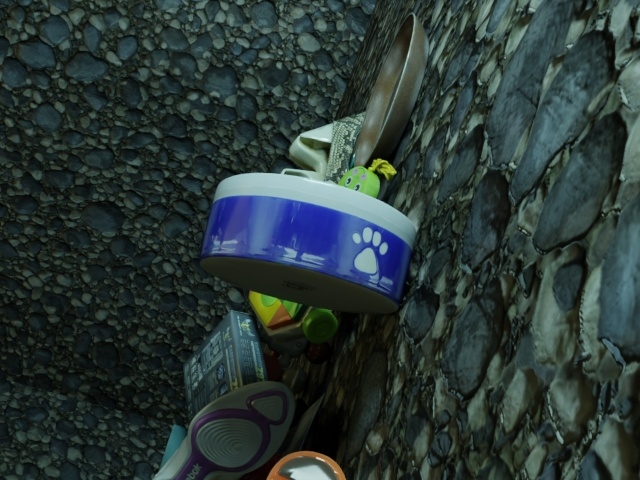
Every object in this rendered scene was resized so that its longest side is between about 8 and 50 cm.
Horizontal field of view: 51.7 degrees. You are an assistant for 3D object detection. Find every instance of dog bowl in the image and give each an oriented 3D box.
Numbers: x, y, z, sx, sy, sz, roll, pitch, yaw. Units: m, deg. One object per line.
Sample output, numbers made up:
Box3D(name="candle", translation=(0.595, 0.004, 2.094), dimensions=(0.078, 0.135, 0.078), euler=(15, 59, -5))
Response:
Box3D(name="dog bowl", translation=(-0.017, 0.013, 0.847), dimensions=(0.265, 0.265, 0.104), euler=(131, 154, -74))

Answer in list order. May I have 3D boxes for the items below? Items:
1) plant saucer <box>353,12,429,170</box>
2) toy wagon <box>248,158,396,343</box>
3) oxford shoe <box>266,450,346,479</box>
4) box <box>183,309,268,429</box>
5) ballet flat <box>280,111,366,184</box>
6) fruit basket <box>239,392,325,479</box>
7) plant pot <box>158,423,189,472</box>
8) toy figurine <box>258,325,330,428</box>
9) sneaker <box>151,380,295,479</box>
Box3D(name="plant saucer", translation=(0.136, -0.268, 1.246), dimensions=(0.310, 0.050, 0.311), euler=(-163, 90, -84))
Box3D(name="toy wagon", translation=(0.000, 0.000, 1.122), dimensions=(0.344, 0.068, 0.267), euler=(-57, 34, 10))
Box3D(name="oxford shoe", translation=(-0.040, 0.419, 0.703), dimensions=(0.364, 0.130, 0.133), euler=(-69, -11, -45))
Box3D(name="box", translation=(-0.164, 0.267, 1.145), dimensions=(0.183, 0.059, 0.233), euler=(-49, 41, 31))
Box3D(name="ballet flat", translation=(0.003, -0.129, 1.407), dimensions=(0.164, 0.182, 0.483), euler=(114, 171, -52))
Box3D(name="fruit basket", translation=(-0.087, 0.436, 1.003), dimensions=(0.353, 0.165, 0.327), euler=(-58, -2, -34))
Box3D(name="plant pot", translation=(-0.206, 0.495, 1.283), dimensions=(0.166, 0.234, 0.165), euler=(-80, 10, -45))
Box3D(name="toy figurine", translation=(-0.066, 0.228, 1.268), dimensions=(0.213, 0.148, 0.209), euler=(-95, 29, -78))
Box3D(name="sneaker", translation=(-0.152, 0.302, 0.969), dimensions=(0.305, 0.114, 0.152), euler=(-45, -1, 13))
